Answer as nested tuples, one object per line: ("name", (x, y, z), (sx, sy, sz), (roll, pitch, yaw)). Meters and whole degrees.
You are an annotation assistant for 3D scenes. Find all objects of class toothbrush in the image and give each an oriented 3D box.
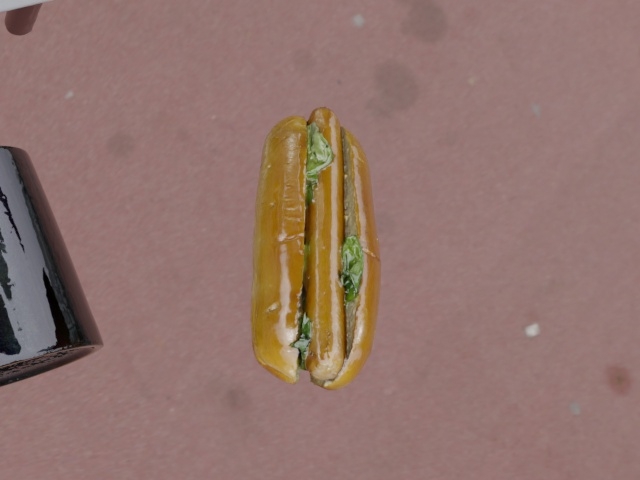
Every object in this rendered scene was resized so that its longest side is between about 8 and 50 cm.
("toothbrush", (-0.305, -0.320, 1.367), (0.041, 0.364, 0.041), (7, 70, -21))

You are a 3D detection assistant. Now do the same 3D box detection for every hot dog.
("hot dog", (0.000, 0.000, 0.946), (0.100, 0.068, 0.249), (12, 54, -17))

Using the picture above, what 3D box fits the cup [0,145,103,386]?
("cup", (-0.301, 0.030, 0.980), (0.239, 0.166, 0.177), (-7, 78, -58))

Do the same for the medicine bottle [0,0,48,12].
("medicine bottle", (-0.077, -0.191, 0.516), (0.111, 0.296, 0.161), (42, 45, -62))
